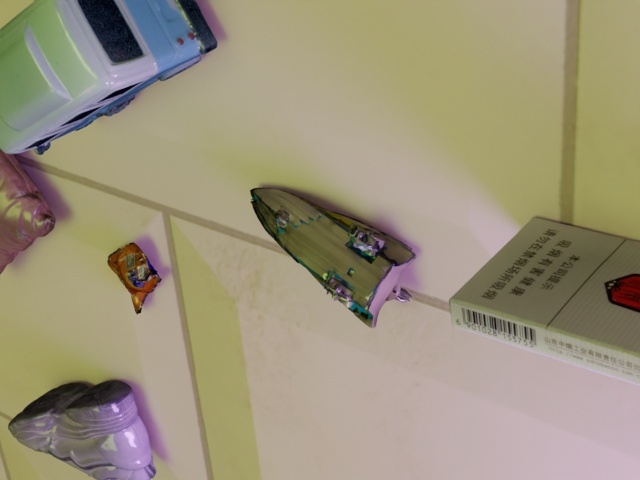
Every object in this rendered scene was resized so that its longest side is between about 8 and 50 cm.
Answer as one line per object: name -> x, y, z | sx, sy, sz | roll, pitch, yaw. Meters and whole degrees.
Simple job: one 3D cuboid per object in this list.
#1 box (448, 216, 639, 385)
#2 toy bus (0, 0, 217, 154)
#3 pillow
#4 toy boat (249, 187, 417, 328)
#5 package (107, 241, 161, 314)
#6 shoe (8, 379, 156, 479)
box -> 0.236, 0.051, 0.886 | 0.245, 0.139, 0.035 | 16, 130, 37
toy bus -> -0.251, -0.180, 1.167 | 0.271, 0.164, 0.133 | -20, 102, 48
pillow -> -0.447, -0.066, 1.491 | 0.236, 0.084, 0.223 | -35, 89, 47
toy boat -> 0.000, 0.000, 1.135 | 0.210, 0.066, 0.084 | 36, 103, 33
package -> -0.223, 0.043, 1.392 | 0.077, 0.033, 0.110 | 47, 144, -6
shoe -> -0.323, 0.271, 1.596 | 0.245, 0.095, 0.138 | -13, 105, 40
